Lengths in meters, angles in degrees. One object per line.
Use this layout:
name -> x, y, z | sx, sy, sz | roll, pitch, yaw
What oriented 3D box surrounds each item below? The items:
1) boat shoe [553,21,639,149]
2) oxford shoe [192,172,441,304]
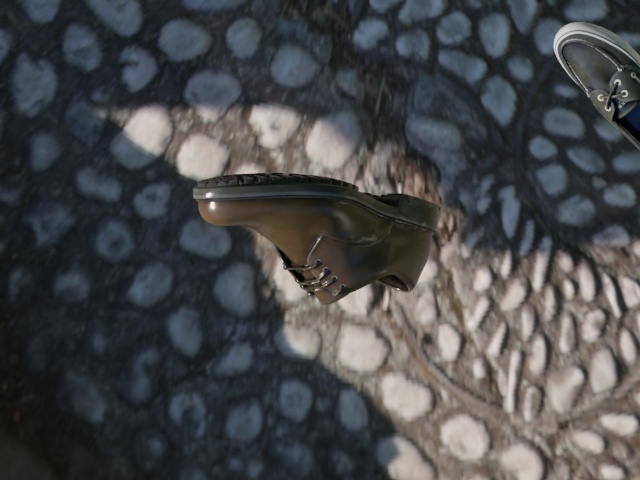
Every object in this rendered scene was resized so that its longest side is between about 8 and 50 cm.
boat shoe -> 0.232, -0.109, 1.051 | 0.142, 0.040, 0.049 | 40, 127, -12
oxford shoe -> 0.000, 0.000, 1.063 | 0.227, 0.082, 0.096 | 12, 86, -36
